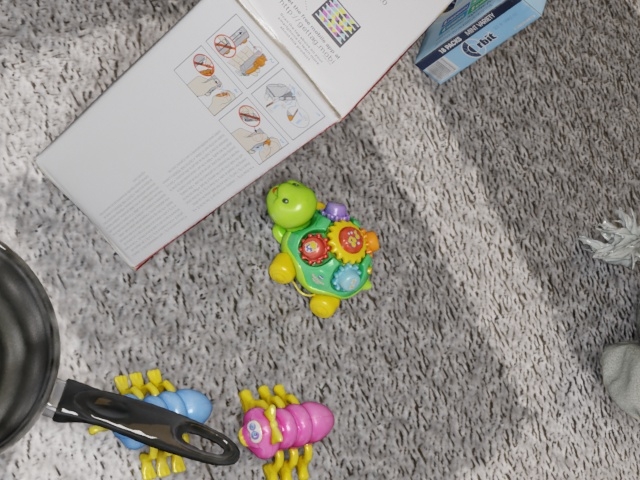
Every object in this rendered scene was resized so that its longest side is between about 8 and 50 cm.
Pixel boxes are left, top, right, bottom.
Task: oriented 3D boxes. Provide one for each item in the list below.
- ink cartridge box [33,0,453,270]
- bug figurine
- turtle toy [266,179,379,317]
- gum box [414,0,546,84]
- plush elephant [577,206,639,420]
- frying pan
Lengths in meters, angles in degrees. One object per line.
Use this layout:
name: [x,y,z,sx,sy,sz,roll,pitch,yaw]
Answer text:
ink cartridge box: [-0.043,-0.149,1.117,0.130,0.309,0.272,48,50,-9]
bug figurine: [-0.056,0.216,1.094,0.216,0.072,0.279,-12,76,-39]
turtle toy: [0.000,0.000,1.239,0.130,0.066,0.095,41,51,-14]
gum box: [0.182,-0.268,1.438,0.041,0.157,0.184,35,52,-19]
plush elephant: [0.409,0.090,1.358,0.330,0.272,0.255,33,11,-1]
frying pan: [-0.227,0.078,1.021,0.326,0.053,0.197,3,65,-26]
